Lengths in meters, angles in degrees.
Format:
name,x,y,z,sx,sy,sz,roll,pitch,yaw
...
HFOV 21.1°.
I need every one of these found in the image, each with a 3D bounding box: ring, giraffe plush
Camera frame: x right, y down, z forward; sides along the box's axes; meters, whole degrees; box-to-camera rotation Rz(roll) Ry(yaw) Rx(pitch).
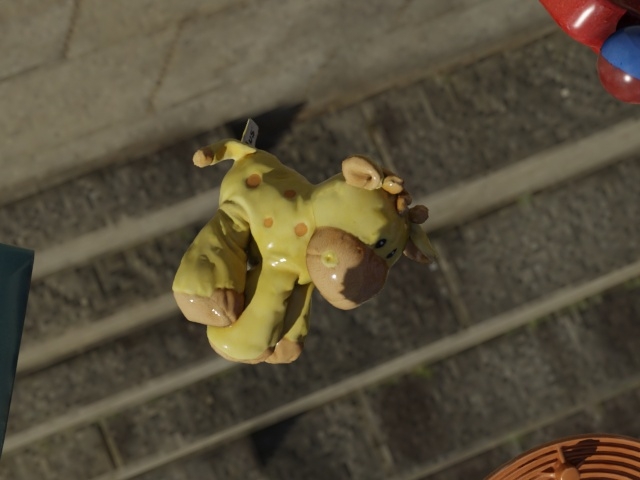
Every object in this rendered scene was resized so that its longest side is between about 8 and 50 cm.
name,x,y,z,sx,sy,sz,roll,pitch,yaw
ring,0.252,0.351,1.681,0.337,0.336,0.032,-21,-159,-12
giraffe plush,0.000,0.000,1.419,0.170,0.210,0.181,1,175,30

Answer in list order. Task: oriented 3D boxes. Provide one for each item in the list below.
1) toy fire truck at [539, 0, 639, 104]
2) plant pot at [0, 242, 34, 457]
name,x,y,z,sx,sy,sz,roll,pitch,yaw
toy fire truck,0.239,-0.153,1.174,0.254,0.302,0.169,-3,142,-43
plant pot,-0.331,0.076,1.106,0.234,0.165,0.166,19,142,-22
